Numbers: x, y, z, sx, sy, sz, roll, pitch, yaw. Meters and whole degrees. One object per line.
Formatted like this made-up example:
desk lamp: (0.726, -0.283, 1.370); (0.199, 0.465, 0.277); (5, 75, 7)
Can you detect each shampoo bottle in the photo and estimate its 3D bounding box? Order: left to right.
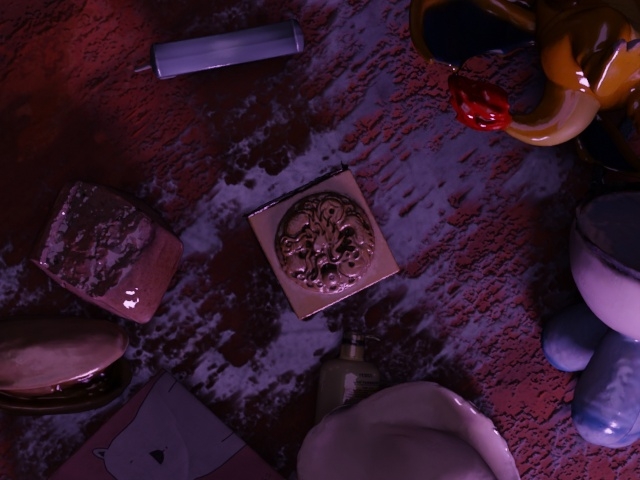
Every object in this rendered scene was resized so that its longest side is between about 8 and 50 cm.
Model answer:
shampoo bottle: (0.034, 0.193, 1.823); (0.079, 0.079, 0.162); (5, 89, -3)

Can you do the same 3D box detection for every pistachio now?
pistachio: (-0.336, 0.148, 1.788); (0.206, 0.131, 0.129); (-3, 135, -8)

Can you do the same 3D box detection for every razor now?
razor: (0.394, -0.141, 1.872); (0.066, 0.033, 0.190); (34, 83, -47)

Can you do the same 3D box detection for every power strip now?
power strip: (-0.127, -0.232, 1.788); (0.216, 0.137, 0.044); (-10, 97, 1)

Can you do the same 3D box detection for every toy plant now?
toy plant: (0.382, 0.121, 1.760); (0.247, 0.247, 0.332); (6, 123, -3)

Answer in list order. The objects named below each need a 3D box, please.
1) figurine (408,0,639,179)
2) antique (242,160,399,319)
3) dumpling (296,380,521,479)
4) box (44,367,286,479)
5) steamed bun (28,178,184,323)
figurine: (0.271, -0.283, 1.704); (0.401, 0.387, 0.268); (14, 134, -32)
antique: (0.000, 0.000, 1.790); (0.147, 0.148, 0.152); (-27, 94, -1)
dumpling: (0.130, 0.308, 1.772); (0.341, 0.181, 0.260); (24, 60, -2)
box: (-0.188, 0.303, 1.750); (0.215, 0.086, 0.215); (41, 63, 10)
steamed bun: (-0.261, 0.009, 1.793); (0.175, 0.106, 0.145); (28, 88, -1)
